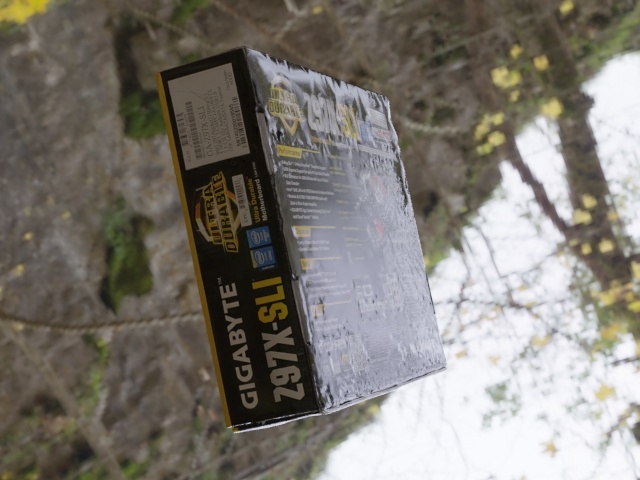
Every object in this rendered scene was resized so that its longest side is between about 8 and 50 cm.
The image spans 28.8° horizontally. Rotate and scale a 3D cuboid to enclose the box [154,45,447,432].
[{"bbox_3d":[0.000,0.000,0.986,0.079,0.257,0.322,-16,175,20],"label":"box"}]
